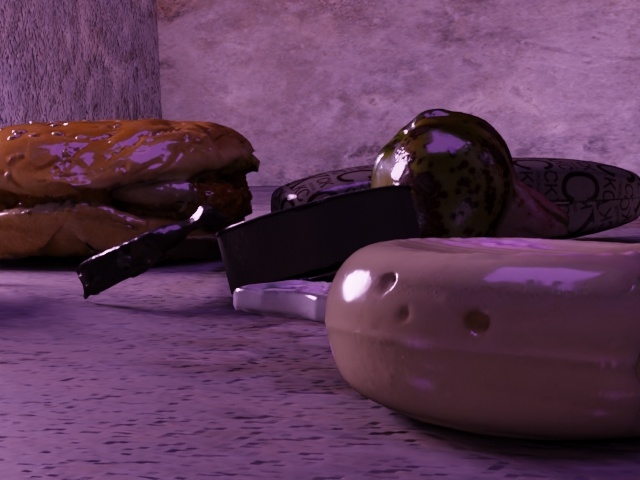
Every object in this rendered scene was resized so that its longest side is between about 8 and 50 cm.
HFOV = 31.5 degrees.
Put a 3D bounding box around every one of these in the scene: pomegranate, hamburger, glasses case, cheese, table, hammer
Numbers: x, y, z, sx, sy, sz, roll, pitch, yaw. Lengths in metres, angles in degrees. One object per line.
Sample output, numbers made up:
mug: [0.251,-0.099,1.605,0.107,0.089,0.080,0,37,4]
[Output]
pomegranate: [0.121,-0.043,0.921,0.163,0.126,0.138,0,15,6]
hamburger: [-0.203,-0.052,1.118,0.283,0.145,0.259,4,3,10]
glasses case: [0.130,-0.035,1.068,0.354,0.085,0.137,-4,4,-12]
cheese: [0.047,0.029,0.451,0.137,0.065,0.227,-2,4,-42]
table: [0.000,0.000,0.754,0.133,0.043,0.133,-14,-4,-1]
hammer: [-0.092,0.006,0.879,0.125,0.027,0.297,-24,-3,10]

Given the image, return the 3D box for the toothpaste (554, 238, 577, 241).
toothpaste: [0.073,0.025,0.664,0.067,0.043,0.194,-9,1,-38]

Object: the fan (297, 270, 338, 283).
fan: [0.046,0.018,0.774,0.152,0.008,0.226,-14,-4,15]
